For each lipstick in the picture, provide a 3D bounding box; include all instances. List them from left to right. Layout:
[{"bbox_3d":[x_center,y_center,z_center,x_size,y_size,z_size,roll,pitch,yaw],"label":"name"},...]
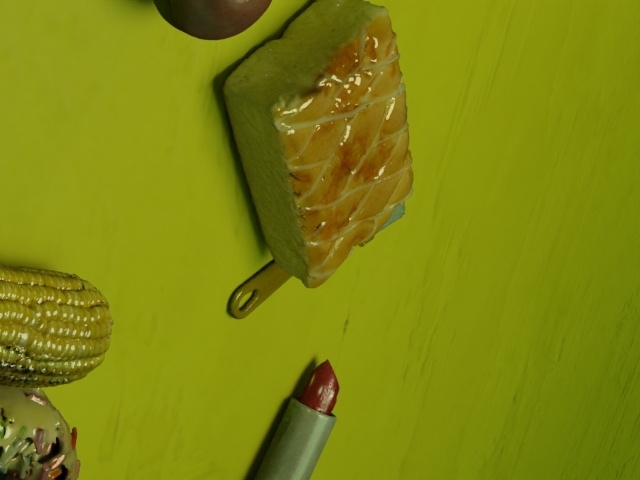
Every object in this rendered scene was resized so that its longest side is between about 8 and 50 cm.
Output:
[{"bbox_3d":[-0.025,0.188,1.158,0.063,0.057,0.186,21,94,-59],"label":"lipstick"}]

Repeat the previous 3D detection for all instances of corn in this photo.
[{"bbox_3d":[-0.197,0.046,0.778,0.203,0.072,0.072,14,103,-58],"label":"corn"}]

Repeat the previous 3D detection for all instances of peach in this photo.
[{"bbox_3d":[-0.061,-0.158,0.799,0.083,0.083,0.083,-36,141,-36],"label":"peach"}]

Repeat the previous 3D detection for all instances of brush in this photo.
[{"bbox_3d":[0.000,0.000,1.085,0.205,0.011,0.083,-39,143,-31],"label":"brush"}]

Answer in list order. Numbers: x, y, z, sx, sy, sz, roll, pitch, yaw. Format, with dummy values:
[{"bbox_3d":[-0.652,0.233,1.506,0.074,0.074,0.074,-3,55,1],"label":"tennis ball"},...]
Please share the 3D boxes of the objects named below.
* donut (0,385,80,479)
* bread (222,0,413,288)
[{"bbox_3d":[-0.216,0.162,0.843,0.174,0.068,0.174,-34,139,-36],"label":"donut"},{"bbox_3d":[0.006,-0.070,0.979,0.125,0.068,0.188,-45,146,-26],"label":"bread"}]
